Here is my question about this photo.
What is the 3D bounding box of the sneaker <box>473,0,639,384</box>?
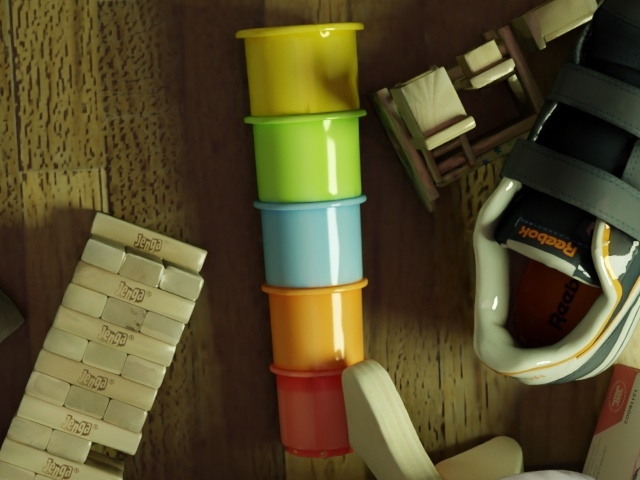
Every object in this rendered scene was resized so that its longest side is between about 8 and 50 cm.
[{"bbox_3d":[0.195,-0.043,0.985,0.126,0.127,0.321,24,107,32],"label":"sneaker"}]

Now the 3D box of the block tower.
[{"bbox_3d":[-0.183,0.150,1.041,0.091,0.097,0.335,21,90,-9],"label":"block tower"}]

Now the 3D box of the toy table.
[{"bbox_3d":[0.073,0.225,1.009,0.274,0.161,0.252,-7,112,-30],"label":"toy table"}]

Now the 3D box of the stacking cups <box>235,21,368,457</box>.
[{"bbox_3d":[0.000,0.000,1.052,0.096,0.096,0.316,-6,96,-7],"label":"stacking cups"}]

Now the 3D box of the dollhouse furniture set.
[{"bbox_3d":[0.145,-0.102,1.027,0.182,0.161,0.101,-27,97,-3],"label":"dollhouse furniture set"}]

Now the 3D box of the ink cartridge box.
[{"bbox_3d":[0.269,0.169,1.042,0.067,0.198,0.115,15,92,-16],"label":"ink cartridge box"}]

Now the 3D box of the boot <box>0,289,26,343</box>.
[{"bbox_3d":[-0.347,0.036,1.030,0.189,0.076,0.208,-35,104,-1],"label":"boot"}]
